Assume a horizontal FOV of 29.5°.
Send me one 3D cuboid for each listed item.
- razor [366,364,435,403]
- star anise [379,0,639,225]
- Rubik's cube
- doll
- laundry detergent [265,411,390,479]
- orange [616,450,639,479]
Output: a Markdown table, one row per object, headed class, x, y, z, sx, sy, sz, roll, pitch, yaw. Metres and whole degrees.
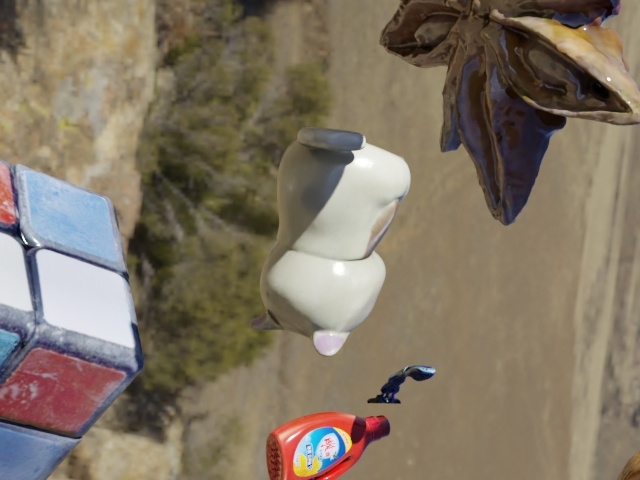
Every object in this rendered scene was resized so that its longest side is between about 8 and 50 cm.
| class | x | y | z | sx | sy | sz | roll | pitch | yaw |
| --- | --- | --- | --- | --- | --- | --- | --- | --- | --- |
| razor | 0.100 | 0.167 | 1.451 | 0.154 | 0.044 | 0.028 | 132 | -42 | -62 |
| star anise | 0.160 | -0.197 | 0.992 | 0.109 | 0.349 | 0.292 | 4 | 133 | -41 |
| Rubik's cube | -0.443 | 0.099 | 1.512 | 0.313 | 0.318 | 0.316 | 22 | 31 | -35 |
| doll | 0.018 | -0.018 | 1.983 | 0.226 | 0.215 | 0.370 | -14 | 117 | -51 |
| laundry detergent | 0.014 | 0.256 | 1.507 | 0.165 | 0.049 | 0.097 | -11 | 112 | -29 |
| orange | 0.315 | 0.176 | 0.745 | 0.183 | 0.249 | 0.249 | 63 | 18 | 7 |
